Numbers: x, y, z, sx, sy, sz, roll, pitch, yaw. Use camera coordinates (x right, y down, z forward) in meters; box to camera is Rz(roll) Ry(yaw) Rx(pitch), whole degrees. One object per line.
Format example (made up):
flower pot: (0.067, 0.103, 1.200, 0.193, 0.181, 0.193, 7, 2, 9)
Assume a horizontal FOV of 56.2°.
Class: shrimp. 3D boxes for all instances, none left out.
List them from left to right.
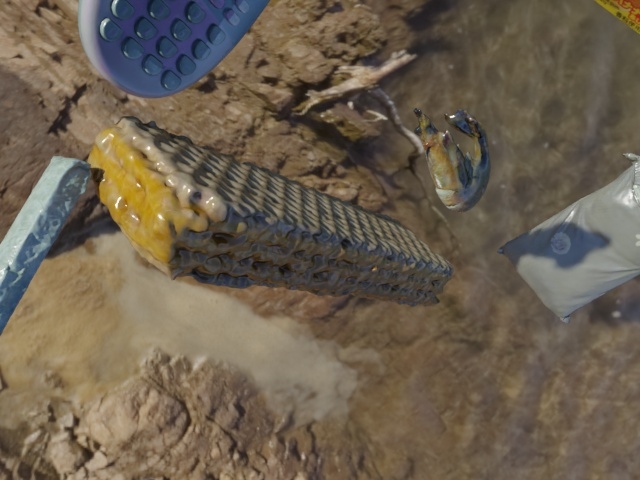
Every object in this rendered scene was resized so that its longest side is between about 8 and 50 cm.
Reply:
shrimp: (0.244, -0.155, 1.038, 0.145, 0.059, 0.254, -43, 129, -16)

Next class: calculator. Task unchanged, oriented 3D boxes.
calculator: (-0.115, -0.273, 0.579, 0.298, 0.041, 0.185, -56, 149, 1)

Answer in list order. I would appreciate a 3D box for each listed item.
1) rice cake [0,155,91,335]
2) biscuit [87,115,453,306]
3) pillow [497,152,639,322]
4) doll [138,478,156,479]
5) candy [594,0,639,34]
rice cake: (-0.150, 0.011, 0.297, 0.021, 0.022, 0.121, 43, 64, -51)
biscuit: (0.000, 0.000, 0.460, 0.054, 0.094, 0.379, -54, 148, 14)
pillow: (0.392, 0.008, 0.840, 0.169, 0.059, 0.255, 50, 123, 2)
doll: (-0.180, 0.336, 0.697, 0.079, 0.180, 0.093, -23, 128, -48)
candy: (0.588, -0.497, 1.046, 0.088, 0.276, 0.146, -42, 77, -4)
